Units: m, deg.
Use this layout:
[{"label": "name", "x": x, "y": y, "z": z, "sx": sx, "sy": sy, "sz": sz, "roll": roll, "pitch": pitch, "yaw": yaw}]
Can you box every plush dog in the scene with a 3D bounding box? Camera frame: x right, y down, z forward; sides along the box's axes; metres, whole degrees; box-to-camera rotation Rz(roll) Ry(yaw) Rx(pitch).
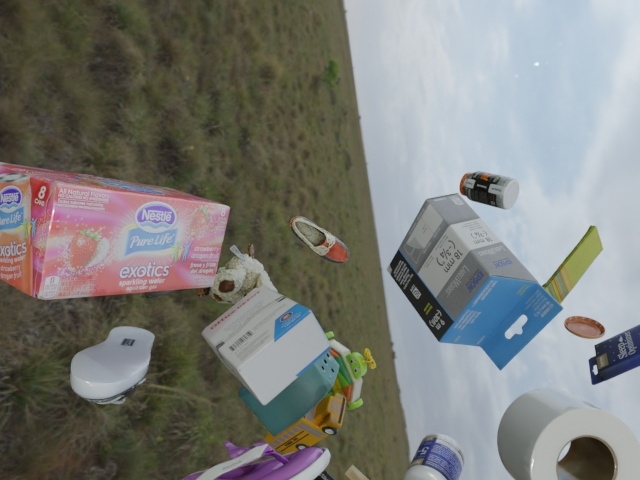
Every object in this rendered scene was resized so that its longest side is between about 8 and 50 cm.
[{"label": "plush dog", "x": -0.308, "y": 0.146, "z": 1.773, "sx": 0.262, "sy": 0.225, "sz": 0.211, "roll": 24, "pitch": 43, "yaw": -41}]

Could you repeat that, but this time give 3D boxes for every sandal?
[{"label": "sandal", "x": -0.172, "y": 0.428, "z": 0.914, "sx": 0.169, "sy": 0.416, "sz": 0.102, "roll": -20, "pitch": 83, "yaw": -62}]

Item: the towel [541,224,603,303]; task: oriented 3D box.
[{"label": "towel", "x": 0.663, "y": 0.074, "z": 1.318, "sx": 0.021, "sy": 0.237, "sz": 0.102, "roll": 27, "pitch": -21, "yaw": 52}]

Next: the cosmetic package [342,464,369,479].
[{"label": "cosmetic package", "x": 0.125, "y": 0.751, "z": 1.532, "sx": 0.041, "sy": 0.115, "sz": 0.060, "roll": -35, "pitch": 146, "yaw": -35}]

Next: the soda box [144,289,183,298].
[{"label": "soda box", "x": -0.386, "y": 0.100, "z": 1.335, "sx": 0.053, "sy": 0.168, "sz": 0.060, "roll": -127, "pitch": -151, "yaw": -57}]

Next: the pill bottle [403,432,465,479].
[{"label": "pill bottle", "x": 0.254, "y": 0.543, "z": 1.145, "sx": 0.186, "sy": 0.111, "sz": 0.112, "roll": -32, "pitch": 118, "yaw": -56}]

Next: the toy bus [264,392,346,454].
[{"label": "toy bus", "x": -0.049, "y": 0.593, "z": 1.635, "sx": 0.333, "sy": 0.130, "sz": 0.108, "roll": -50, "pitch": -166, "yaw": 42}]

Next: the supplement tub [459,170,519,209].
[{"label": "supplement tub", "x": 0.613, "y": -0.188, "z": 1.829, "sx": 0.116, "sy": 0.190, "sz": 0.117, "roll": -19, "pitch": 119, "yaw": -38}]

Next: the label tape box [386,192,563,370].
[{"label": "label tape box", "x": 0.311, "y": 0.098, "z": 1.088, "sx": 0.334, "sy": 0.105, "sz": 0.241, "roll": 57, "pitch": -37, "yaw": 32}]

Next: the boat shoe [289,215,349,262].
[{"label": "boat shoe", "x": 0.000, "y": 0.000, "z": 0.951, "sx": 0.049, "sy": 0.137, "sz": 0.043, "roll": -54, "pitch": -169, "yaw": -3}]

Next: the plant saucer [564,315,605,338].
[{"label": "plant saucer", "x": 0.594, "y": 0.197, "z": 1.129, "sx": 0.083, "sy": 0.083, "sz": 0.013, "roll": -83, "pitch": 173, "yaw": -66}]

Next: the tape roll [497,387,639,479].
[{"label": "tape roll", "x": 0.536, "y": 0.465, "z": 1.096, "sx": 0.169, "sy": 0.245, "sz": 0.247, "roll": 157, "pitch": -74, "yaw": -85}]

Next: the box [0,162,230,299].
[{"label": "box", "x": -0.294, "y": -0.011, "z": 0.726, "sx": 0.299, "sy": 0.154, "sz": 0.142, "roll": 3, "pitch": 102, "yaw": -59}]

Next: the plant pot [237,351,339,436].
[{"label": "plant pot", "x": -0.072, "y": 0.396, "z": 1.416, "sx": 0.166, "sy": 0.234, "sz": 0.166, "roll": 52, "pitch": 20, "yaw": -6}]

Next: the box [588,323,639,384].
[{"label": "box", "x": 0.809, "y": 0.292, "z": 1.324, "sx": 0.036, "sy": 0.225, "sz": 0.136, "roll": 49, "pitch": 31, "yaw": -1}]

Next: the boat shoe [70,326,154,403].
[{"label": "boat shoe", "x": -0.346, "y": 0.225, "z": 0.840, "sx": 0.301, "sy": 0.108, "sz": 0.102, "roll": -167, "pitch": -91, "yaw": -77}]

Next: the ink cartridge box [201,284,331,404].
[{"label": "ink cartridge box", "x": -0.100, "y": 0.170, "z": 0.868, "sx": 0.203, "sy": 0.148, "sz": 0.086, "roll": 14, "pitch": -42, "yaw": 61}]

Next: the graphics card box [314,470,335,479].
[{"label": "graphics card box", "x": -0.113, "y": 0.889, "z": 1.536, "sx": 0.094, "sy": 0.370, "sz": 0.233, "roll": -178, "pitch": -100, "yaw": -66}]

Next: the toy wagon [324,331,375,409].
[{"label": "toy wagon", "x": 0.053, "y": 0.453, "z": 1.728, "sx": 0.344, "sy": 0.068, "sz": 0.267, "roll": -38, "pitch": -108, "yaw": 47}]
